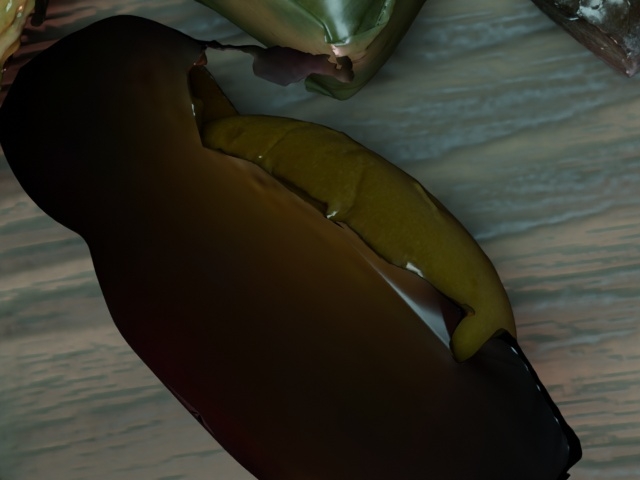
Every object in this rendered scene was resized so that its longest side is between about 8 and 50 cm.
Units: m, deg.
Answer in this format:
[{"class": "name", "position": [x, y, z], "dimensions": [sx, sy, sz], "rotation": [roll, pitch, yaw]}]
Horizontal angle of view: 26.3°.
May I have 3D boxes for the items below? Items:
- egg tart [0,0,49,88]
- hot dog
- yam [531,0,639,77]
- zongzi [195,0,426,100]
[{"class": "egg tart", "position": [-0.231, -0.142, 0.728], "dimensions": [0.241, 0.106, 0.241], "rotation": [-3, 84, 28]}, {"class": "hot dog", "position": [-0.003, 0.005, 0.703], "dimensions": [0.194, 0.107, 0.326], "rotation": [-38, 81, 27]}, {"class": "yam", "position": [0.171, -0.160, 0.685], "dimensions": [0.079, 0.079, 0.141], "rotation": [38, 100, 6]}, {"class": "zongzi", "position": [-0.006, -0.231, 0.701], "dimensions": [0.228, 0.115, 0.256], "rotation": [33, 90, 13]}]
